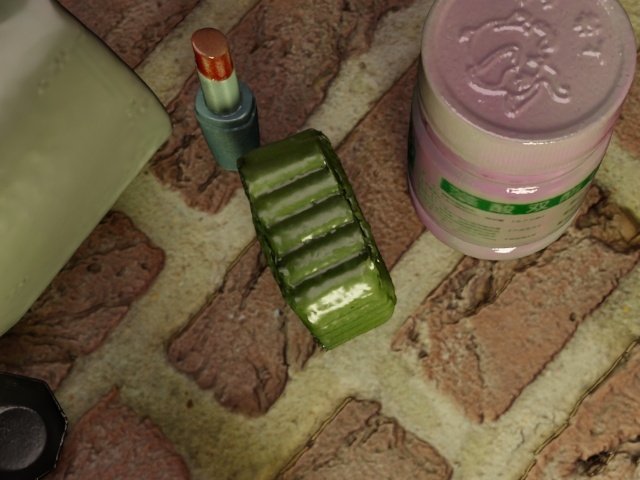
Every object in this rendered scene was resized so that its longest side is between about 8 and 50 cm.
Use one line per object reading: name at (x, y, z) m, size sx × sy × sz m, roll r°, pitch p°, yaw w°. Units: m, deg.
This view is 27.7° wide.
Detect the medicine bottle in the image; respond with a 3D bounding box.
medicine bottle at (0.200, -0.125, 1.362) m, size 0.212 × 0.325 × 0.212 m, roll 0°, pitch 69°, yaw 1°

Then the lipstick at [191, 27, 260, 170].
lipstick at (-0.105, -0.153, 1.409) m, size 0.068 × 0.274 × 0.061 m, roll 10°, pitch 71°, yaw 6°

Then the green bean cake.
green bean cake at (0.000, 0.000, 1.393) m, size 0.113 × 0.200 × 0.214 m, roll -24°, pitch 75°, yaw 3°

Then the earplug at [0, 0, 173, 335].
earplug at (-0.393, -0.064, 1.370) m, size 0.312 × 0.312 × 0.394 m, roll 32°, pitch 76°, yaw 12°

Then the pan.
pan at (-0.357, 0.182, 1.418) m, size 0.128 × 0.048 × 0.202 m, roll -30°, pitch 74°, yaw -10°
